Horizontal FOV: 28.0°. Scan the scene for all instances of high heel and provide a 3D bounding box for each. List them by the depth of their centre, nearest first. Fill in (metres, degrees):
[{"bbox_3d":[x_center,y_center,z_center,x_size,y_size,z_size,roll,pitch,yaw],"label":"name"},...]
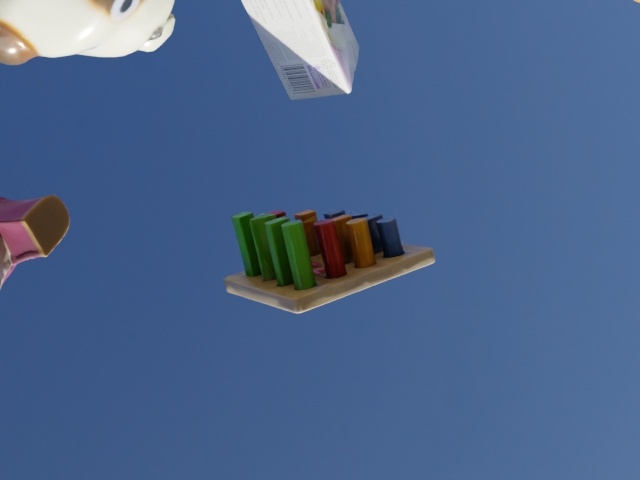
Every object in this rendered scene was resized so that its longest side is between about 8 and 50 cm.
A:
[{"bbox_3d":[-0.300,0.037,0.974,0.082,0.117,0.244,63,-144,-26],"label":"high heel"}]

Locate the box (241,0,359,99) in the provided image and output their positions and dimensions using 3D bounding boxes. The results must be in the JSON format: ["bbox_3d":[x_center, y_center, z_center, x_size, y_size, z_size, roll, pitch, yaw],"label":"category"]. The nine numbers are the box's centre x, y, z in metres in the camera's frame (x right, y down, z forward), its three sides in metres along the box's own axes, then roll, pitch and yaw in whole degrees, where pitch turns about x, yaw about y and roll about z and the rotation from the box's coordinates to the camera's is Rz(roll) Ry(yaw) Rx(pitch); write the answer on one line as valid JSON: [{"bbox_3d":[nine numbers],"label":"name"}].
[{"bbox_3d":[-0.046,-0.251,1.089,0.324,0.067,0.063,61,-149,-47],"label":"box"}]

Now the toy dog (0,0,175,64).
[{"bbox_3d":[-0.266,-0.359,1.334,0.395,0.284,0.408,36,-153,-44],"label":"toy dog"}]

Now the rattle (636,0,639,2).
[{"bbox_3d":[0.372,-0.227,1.460,0.142,0.130,0.200,4,-97,10],"label":"rattle"}]

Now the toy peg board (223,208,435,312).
[{"bbox_3d":[0.000,0.000,1.278,0.160,0.161,0.079,-19,-75,-26],"label":"toy peg board"}]
